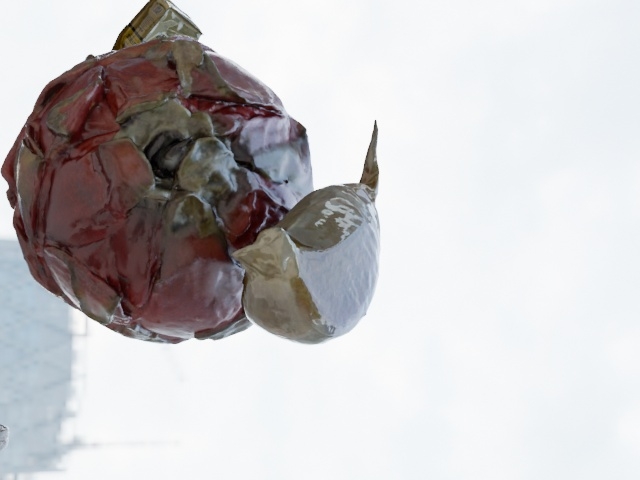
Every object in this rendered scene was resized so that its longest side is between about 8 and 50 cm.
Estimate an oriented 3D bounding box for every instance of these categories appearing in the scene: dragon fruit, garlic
[{"bbox_3d":[-0.138,-0.045,1.368,0.342,0.277,0.278,-167,-96,-65],"label":"dragon fruit"},{"bbox_3d":[0.005,0.003,1.243,0.090,0.198,0.129,17,-52,27],"label":"garlic"}]

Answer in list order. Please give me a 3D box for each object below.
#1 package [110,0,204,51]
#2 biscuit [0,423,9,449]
[{"bbox_3d":[-0.205,-0.224,1.843,0.131,0.071,0.047,-49,-128,8],"label":"package"},{"bbox_3d":[-0.348,0.159,1.216,0.138,0.204,0.031,-168,-102,-81],"label":"biscuit"}]
